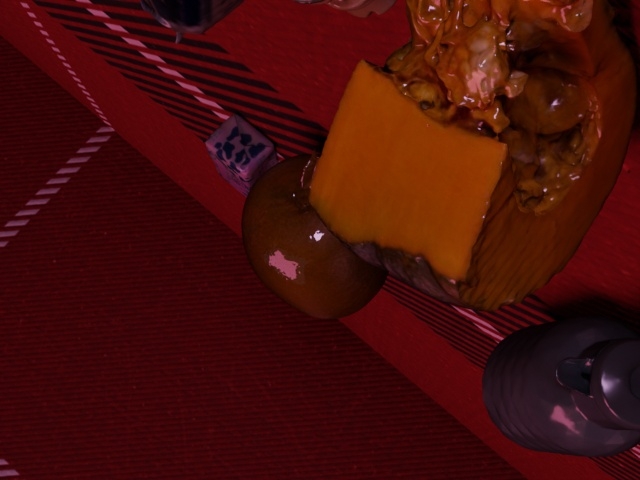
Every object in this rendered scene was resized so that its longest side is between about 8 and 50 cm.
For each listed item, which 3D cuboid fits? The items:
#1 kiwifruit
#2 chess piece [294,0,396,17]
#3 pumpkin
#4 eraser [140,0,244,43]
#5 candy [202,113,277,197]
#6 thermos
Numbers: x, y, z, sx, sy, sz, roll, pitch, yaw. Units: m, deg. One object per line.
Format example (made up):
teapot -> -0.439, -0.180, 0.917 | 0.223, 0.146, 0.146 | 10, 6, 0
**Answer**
kiwifruit -> 0.000, 0.000, 1.171 | 0.196, 0.196, 0.234 | 36, 173, 28
chess piece -> 0.017, -0.177, 0.590 | 0.060, 0.060, 0.172 | 40, -162, 7
pumpkin -> 0.075, -0.083, 0.517 | 0.139, 0.190, 0.280 | 36, 168, 36
eraser -> -0.055, -0.231, 0.475 | 0.101, 0.155, 0.332 | 43, 170, 2
candy -> -0.121, -0.128, 1.414 | 0.092, 0.073, 0.160 | 41, 170, 10
thermos -> 0.283, 0.152, 0.917 | 0.182, 0.144, 0.286 | 10, 170, -5
